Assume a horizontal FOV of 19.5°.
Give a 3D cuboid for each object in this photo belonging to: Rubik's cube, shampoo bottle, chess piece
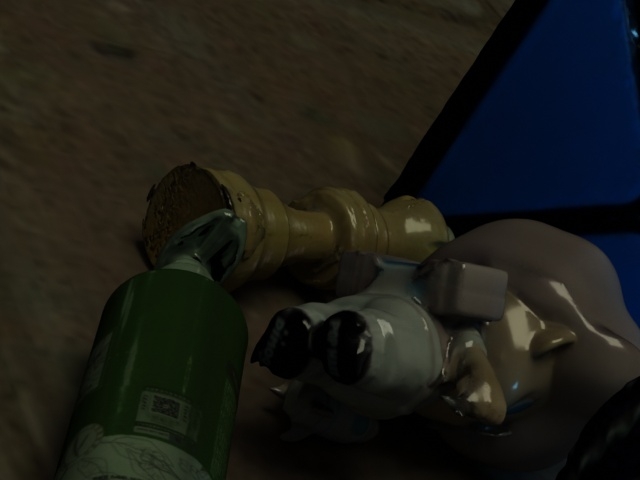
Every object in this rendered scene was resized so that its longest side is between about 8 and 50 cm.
[{"bbox_3d":[0.223,-0.049,0.966,0.246,0.248,0.250,42,30,12],"label":"Rubik's cube"},{"bbox_3d":[-0.059,0.060,0.693,0.065,0.065,0.204,27,29,-12],"label":"shampoo bottle"},{"bbox_3d":[0.000,-0.001,0.865,0.172,0.060,0.060,5,40,-46],"label":"chess piece"}]

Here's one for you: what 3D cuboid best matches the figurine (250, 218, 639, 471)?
[{"bbox_3d":[0.067,0.045,0.802,0.229,0.137,0.112,5,82,-49],"label":"figurine"}]

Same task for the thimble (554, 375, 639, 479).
[{"bbox_3d":[0.185,0.153,0.651,0.237,0.237,0.150,29,31,-9],"label":"thimble"}]
